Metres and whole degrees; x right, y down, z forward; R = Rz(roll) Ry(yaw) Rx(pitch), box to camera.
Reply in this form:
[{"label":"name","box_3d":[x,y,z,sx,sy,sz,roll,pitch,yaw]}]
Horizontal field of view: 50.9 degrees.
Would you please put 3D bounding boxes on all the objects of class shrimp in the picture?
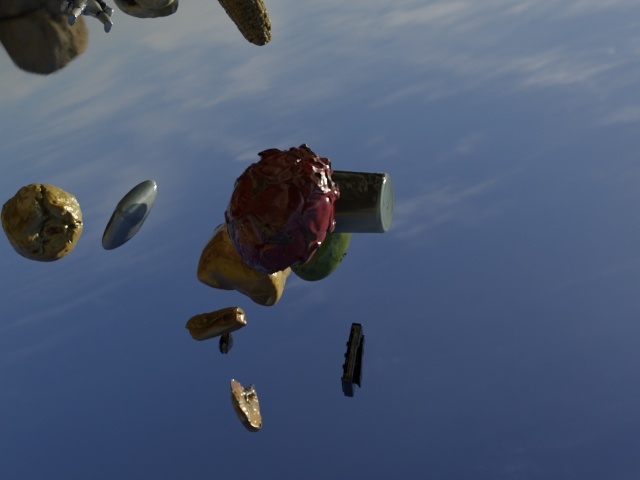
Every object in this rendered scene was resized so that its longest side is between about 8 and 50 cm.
[{"label":"shrimp","box_3d":[-0.240,0.497,2.126,0.062,0.164,0.317,-26,-170,0]}]

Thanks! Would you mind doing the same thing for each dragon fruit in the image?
[{"label":"dragon fruit","box_3d":[-0.096,-0.075,1.653,0.343,0.277,0.277,-61,-148,0]}]

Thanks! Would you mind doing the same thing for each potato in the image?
[{"label":"potato","box_3d":[-0.003,-0.001,2.347,0.215,0.216,0.305,4,-114,44]}]

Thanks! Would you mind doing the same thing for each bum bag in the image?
[{"label":"bum bag","box_3d":[-0.228,0.247,1.629,0.034,0.058,0.124,11,170,-5]}]

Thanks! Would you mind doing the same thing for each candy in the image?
[{"label":"candy","box_3d":[-0.456,-0.058,1.608,0.174,0.071,0.138,-45,-170,46]}]

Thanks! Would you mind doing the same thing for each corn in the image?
[{"label":"corn","box_3d":[-0.237,-0.695,1.886,0.119,0.322,0.119,-26,-163,9]}]

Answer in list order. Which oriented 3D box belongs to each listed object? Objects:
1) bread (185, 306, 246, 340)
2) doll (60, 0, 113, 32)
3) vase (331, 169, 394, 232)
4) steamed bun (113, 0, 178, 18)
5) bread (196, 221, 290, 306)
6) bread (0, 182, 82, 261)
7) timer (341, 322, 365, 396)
[{"label":"bread","box_3d":[-0.235,0.187,1.524,0.132,0.053,0.074,-19,162,12]},{"label":"doll","box_3d":[-0.536,-0.536,1.534,0.114,0.057,0.227,-3,-139,-27]},{"label":"vase","box_3d":[0.063,-0.123,2.013,0.291,0.245,0.245,2,-146,21]},{"label":"steamed bun","box_3d":[-0.442,-0.646,1.739,0.141,0.155,0.172,-59,177,-16]},{"label":"bread","box_3d":[-0.282,0.077,2.616,0.360,0.250,0.394,21,-166,-5]},{"label":"bread","box_3d":[-0.826,-0.050,2.009,0.244,0.245,0.134,-36,-151,-24]},{"label":"timer","box_3d":[0.100,0.347,1.940,0.055,0.144,0.187,7,-123,9]}]
